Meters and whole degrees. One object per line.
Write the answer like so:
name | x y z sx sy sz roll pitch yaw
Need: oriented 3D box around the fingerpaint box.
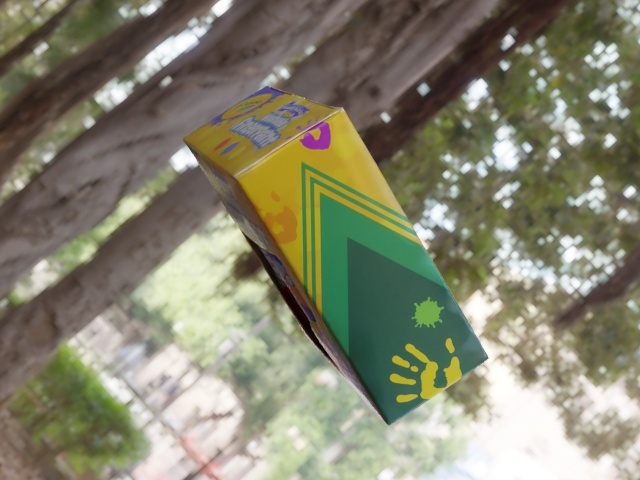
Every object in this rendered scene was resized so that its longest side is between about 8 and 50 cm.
fingerpaint box | 0.000 0.000 1.752 0.371 0.163 0.445 59 -6 -16
